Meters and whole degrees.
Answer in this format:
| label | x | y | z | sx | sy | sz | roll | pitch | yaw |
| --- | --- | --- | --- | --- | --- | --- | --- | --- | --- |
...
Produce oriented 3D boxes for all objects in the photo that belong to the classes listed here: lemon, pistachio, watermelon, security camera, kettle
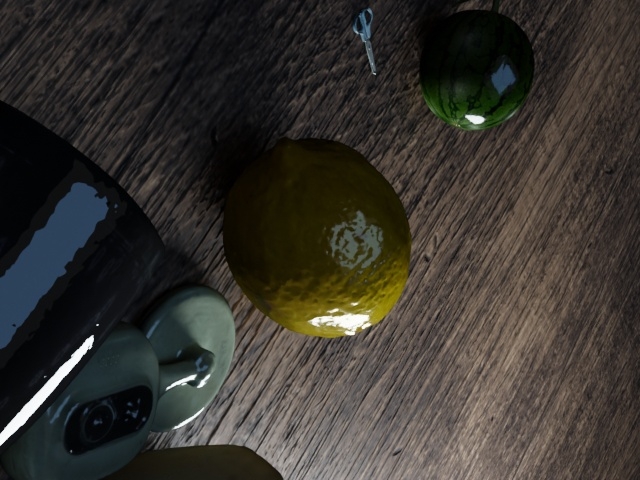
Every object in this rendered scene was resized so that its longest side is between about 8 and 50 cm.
| label | x | y | z | sx | sy | sz | roll | pitch | yaw |
| --- | --- | --- | --- | --- | --- | --- | --- | --- | --- |
| lemon | 0.000 | 0.000 | 1.019 | 0.188 | 0.188 | 0.256 | -51 | 134 | -27 |
| pistachio | -0.139 | 0.278 | 0.997 | 0.238 | 0.153 | 0.137 | -1 | 96 | -26 |
| watermelon | 0.196 | -0.230 | 1.226 | 0.141 | 0.141 | 0.187 | 14 | 89 | -55 |
| security camera | -0.169 | 0.136 | 0.949 | 0.302 | 0.080 | 0.157 | -14 | 115 | -53 |
| kettle | -0.268 | 0.076 | 0.695 | 0.290 | 0.207 | 0.268 | -60 | 178 | -19 |

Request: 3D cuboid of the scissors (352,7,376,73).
| label | x | y | z | sx | sy | sz | roll | pitch | yaw |
| --- | --- | --- | --- | --- | --- | --- | --- | --- | --- |
| scissors | 0.055 | -0.228 | 1.148 | 0.036 | 0.006 | 0.083 | -48 | 138 | -33 |
